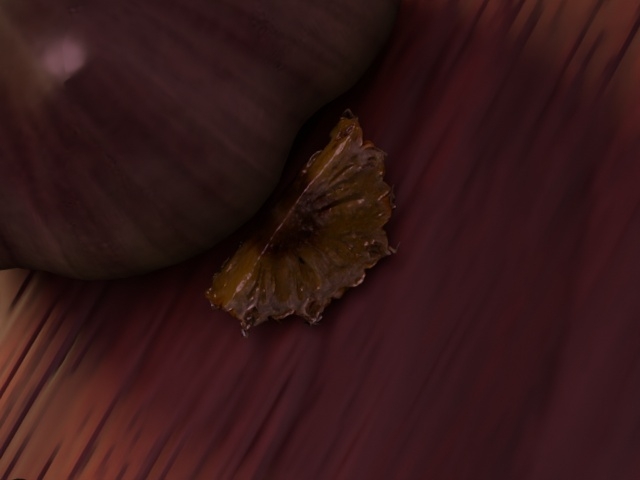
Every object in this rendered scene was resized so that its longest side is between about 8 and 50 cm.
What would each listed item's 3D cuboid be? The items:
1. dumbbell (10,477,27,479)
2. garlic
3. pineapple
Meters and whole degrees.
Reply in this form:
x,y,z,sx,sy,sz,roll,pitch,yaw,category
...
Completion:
x,y,z,sx,sy,sz,roll,pitch,yaw,category
-0.081,0.118,0.476,0.147,0.069,0.069,13,79,11,dumbbell
-0.088,-0.120,0.474,0.207,0.256,0.207,-4,33,3,garlic
0.000,0.000,0.505,0.083,0.045,0.019,-51,33,5,pineapple
